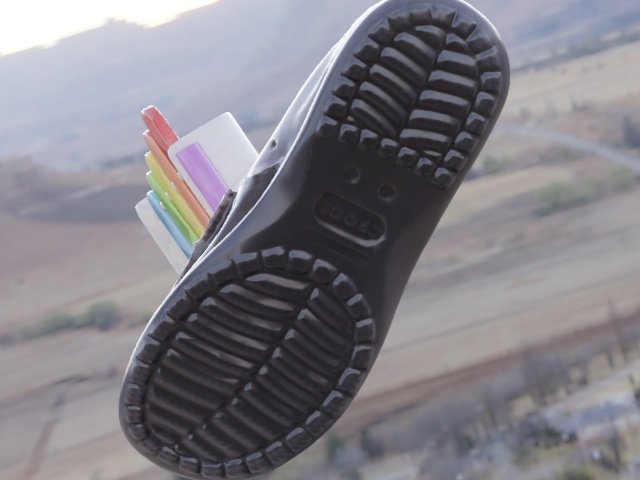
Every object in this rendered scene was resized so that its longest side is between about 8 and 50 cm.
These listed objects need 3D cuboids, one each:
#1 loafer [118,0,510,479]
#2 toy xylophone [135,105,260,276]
[{"bbox_3d":[0.000,0.000,1.044,0.366,0.134,0.130,-54,10,17],"label":"loafer"},{"bbox_3d":[-0.085,-0.009,1.575,0.081,0.236,0.323,-35,-9,-15],"label":"toy xylophone"}]
